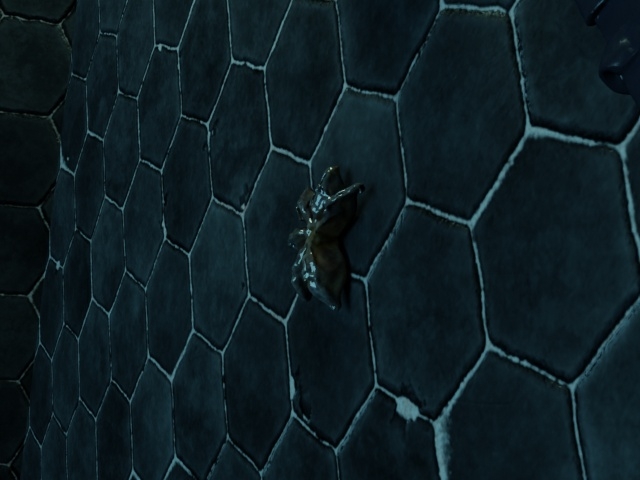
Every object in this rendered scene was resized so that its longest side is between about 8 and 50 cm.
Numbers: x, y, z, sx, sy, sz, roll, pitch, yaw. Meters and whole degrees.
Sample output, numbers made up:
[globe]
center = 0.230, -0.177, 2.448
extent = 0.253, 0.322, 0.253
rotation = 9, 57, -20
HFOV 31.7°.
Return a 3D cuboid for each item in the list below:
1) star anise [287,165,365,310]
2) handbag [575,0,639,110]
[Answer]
[star anise]
center = -0.006, -0.008, 1.608
extent = 0.172, 0.063, 0.207
rotation = 37, 119, 60
[handbag]
center = 0.330, -0.291, 0.937
extent = 0.329, 0.122, 0.303
rotation = -56, 41, 43
